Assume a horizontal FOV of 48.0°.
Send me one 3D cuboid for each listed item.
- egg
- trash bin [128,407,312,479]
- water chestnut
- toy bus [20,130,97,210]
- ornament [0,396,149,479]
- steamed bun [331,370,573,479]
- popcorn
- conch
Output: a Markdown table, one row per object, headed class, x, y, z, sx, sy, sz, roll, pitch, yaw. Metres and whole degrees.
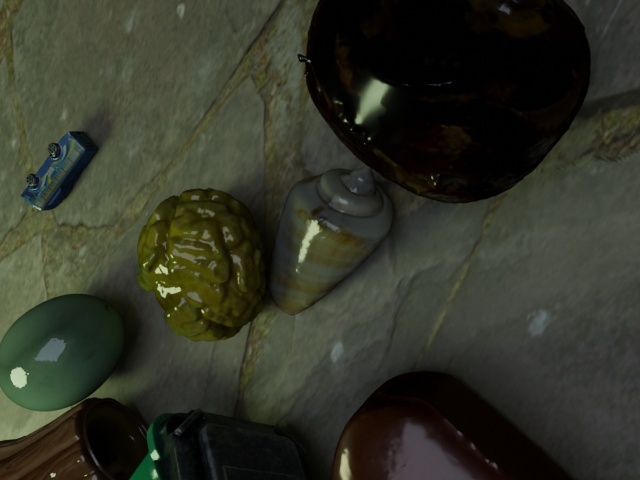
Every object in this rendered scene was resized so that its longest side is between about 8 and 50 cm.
| class | x | y | z | sx | sy | sz | roll | pitch | yaw |
| --- | --- | --- | --- | --- | --- | --- | --- | --- | --- |
| egg | -0.415 | 0.178 | 1.154 | 0.230 | 0.168 | 0.168 | -35 | 80 | 18 |
| trash bin | -0.180 | 0.458 | 1.001 | 0.381 | 0.259 | 0.295 | -49 | 41 | 24 |
| water chestnut | 0.139 | -0.192 | 0.876 | 0.334 | 0.347 | 0.336 | 1 | 63 | -2 |
| toy bus | -0.441 | -0.116 | 1.212 | 0.061 | 0.051 | 0.153 | 43 | 107 | 8 |
| ornament | -0.394 | 0.374 | 1.134 | 0.217 | 0.221 | 0.235 | -36 | 98 | 13 |
| steamed bun | 0.174 | 0.357 | 0.894 | 0.379 | 0.235 | 0.248 | 40 | 103 | 13 |
| popcorn | -0.166 | 0.026 | 1.052 | 0.200 | 0.203 | 0.226 | -36 | 118 | 12 |
| conch | -0.004 | 0.000 | 1.004 | 0.158 | 0.127 | 0.255 | 34 | 105 | 16 |
